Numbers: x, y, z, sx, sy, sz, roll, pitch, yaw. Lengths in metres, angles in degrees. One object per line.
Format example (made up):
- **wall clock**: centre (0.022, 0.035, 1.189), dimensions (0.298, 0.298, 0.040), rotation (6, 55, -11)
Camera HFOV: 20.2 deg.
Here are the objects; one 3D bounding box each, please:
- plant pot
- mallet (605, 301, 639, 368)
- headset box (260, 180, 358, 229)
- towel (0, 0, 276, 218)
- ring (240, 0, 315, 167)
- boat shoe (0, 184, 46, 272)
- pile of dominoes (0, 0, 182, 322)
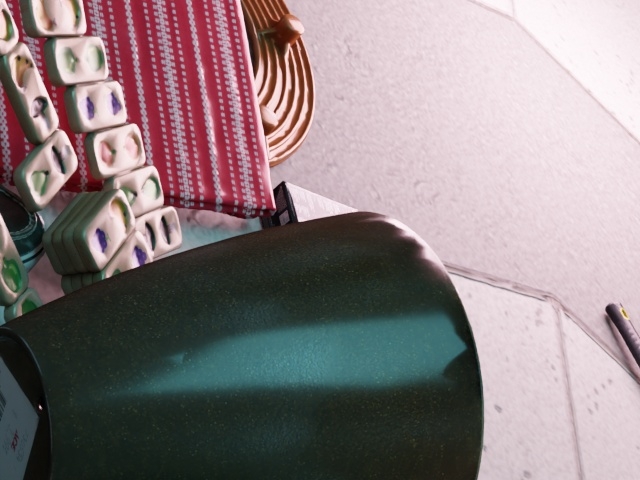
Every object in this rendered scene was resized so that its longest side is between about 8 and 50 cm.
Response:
- **plant pot**: centre (-0.068, 0.094, 0.983), dimensions (0.230, 0.215, 0.215), rotation (-2, 56, -34)
- **mallet**: centre (0.298, 0.132, 1.531), dimensions (0.062, 0.039, 0.190), rotation (17, 40, -40)
- **headset box**: centre (0.000, 0.000, 1.301), dimensions (0.083, 0.032, 0.062), rotation (21, 42, -39)
- **towel**: centre (-0.146, -0.117, 1.197), dimensions (0.275, 0.031, 0.199), rotation (8, 67, -47)
- **ring**: centre (-0.127, -0.195, 1.355), dimensions (0.336, 0.032, 0.337), rotation (31, 36, -26)
- **boat shoe**: centre (-0.235, -0.030, 1.003), dimensions (0.219, 0.070, 0.078), rotation (16, 44, -42)
- **pile of dominoes**: centre (-0.148, -0.054, 1.055), dimensions (0.251, 0.040, 0.196), rotation (69, 29, -25)
